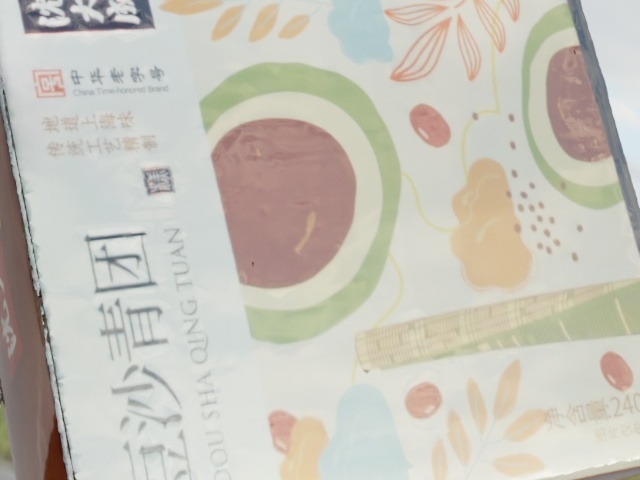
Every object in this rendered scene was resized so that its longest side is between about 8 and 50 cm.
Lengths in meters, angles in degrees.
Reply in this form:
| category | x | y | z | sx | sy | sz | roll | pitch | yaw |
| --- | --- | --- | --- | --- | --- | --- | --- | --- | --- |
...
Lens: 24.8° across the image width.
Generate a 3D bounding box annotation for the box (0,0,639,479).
| category | x | y | z | sx | sy | sz | roll | pitch | yaw |
| --- | --- | --- | --- | --- | --- | --- | --- | --- | --- |
| box | 0.000 | 0.000 | 0.858 | 0.385 | 0.344 | 0.122 | -6 | -14 | -26 |
